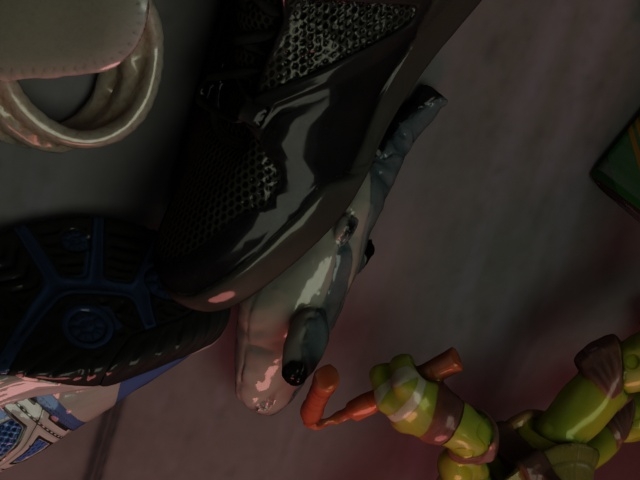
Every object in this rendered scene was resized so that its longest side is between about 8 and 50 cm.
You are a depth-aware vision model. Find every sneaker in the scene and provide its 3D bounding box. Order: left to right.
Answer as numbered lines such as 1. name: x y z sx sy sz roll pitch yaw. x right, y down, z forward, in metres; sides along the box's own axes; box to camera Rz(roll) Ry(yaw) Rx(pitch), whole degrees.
1. sneaker: -0.136 0.054 0.816 0.211 0.080 0.081 -18 149 -23
2. sneaker: -0.020 -0.087 0.786 0.130 0.087 0.227 33 92 -36

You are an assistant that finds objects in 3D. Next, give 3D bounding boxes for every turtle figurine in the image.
1. turtle figurine: 0.097 0.098 0.933 0.217 0.087 0.269 -37 141 -13

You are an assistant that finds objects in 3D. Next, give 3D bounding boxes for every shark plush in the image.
1. shark plush: 0.000 0.000 0.886 0.067 0.073 0.161 35 74 -58

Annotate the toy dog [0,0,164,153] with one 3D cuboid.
1. toy dog: -0.120 -0.135 0.652 0.220 0.161 0.333 -7 119 -26

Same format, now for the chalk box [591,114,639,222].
1. chalk box: 0.255 -0.007 0.906 0.132 0.213 0.132 36 95 -39
